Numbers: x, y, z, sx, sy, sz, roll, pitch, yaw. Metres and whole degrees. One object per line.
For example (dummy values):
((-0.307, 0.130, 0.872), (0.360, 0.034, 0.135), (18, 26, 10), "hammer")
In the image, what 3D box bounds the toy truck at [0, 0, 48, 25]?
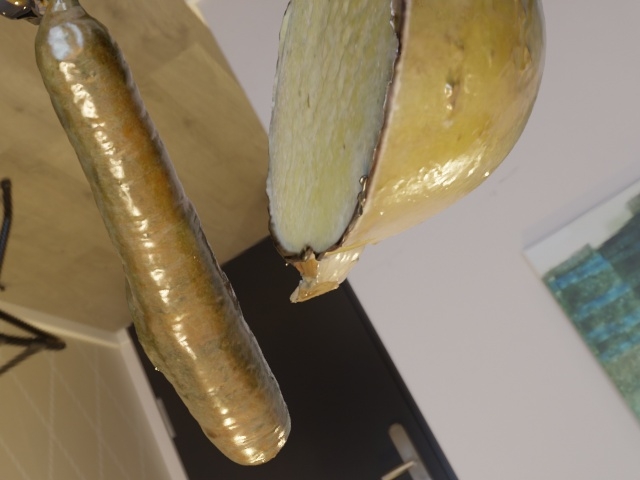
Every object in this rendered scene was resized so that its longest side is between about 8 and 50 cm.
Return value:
((-0.451, -0.417, 0.983), (0.180, 0.254, 0.405), (-49, -177, 11), "toy truck")

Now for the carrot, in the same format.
((-0.095, 0.010, 0.478), (0.070, 0.070, 0.342), (-25, 121, -10), "carrot")

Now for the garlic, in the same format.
((0.002, -0.004, 0.649), (0.074, 0.094, 0.113), (-10, 163, -2), "garlic")

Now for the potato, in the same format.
((0.048, -0.078, 0.391), (0.117, 0.182, 0.202), (2, 114, -20), "potato")
